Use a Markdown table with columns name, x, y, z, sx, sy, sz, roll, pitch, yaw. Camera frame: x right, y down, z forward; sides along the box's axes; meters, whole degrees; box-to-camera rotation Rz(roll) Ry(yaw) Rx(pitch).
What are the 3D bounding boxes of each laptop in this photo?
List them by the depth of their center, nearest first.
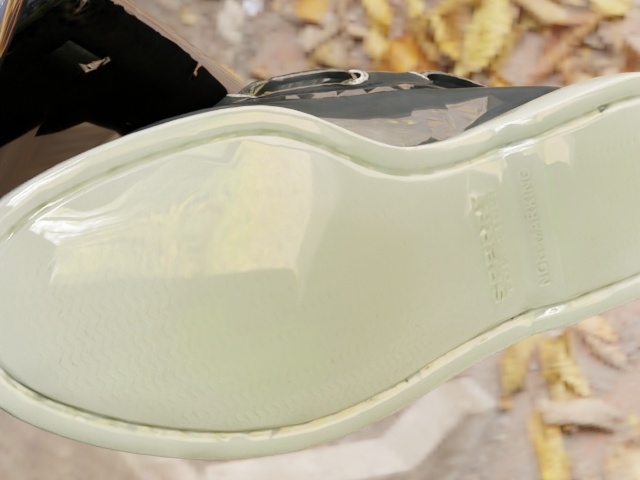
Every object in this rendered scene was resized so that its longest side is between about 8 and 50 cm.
| name | x | y | z | sx | sy | sz | roll | pitch | yaw |
| --- | --- | --- | --- | --- | --- | --- | --- | --- | --- |
| laptop | -0.255 | -0.040 | 0.787 | 0.408 | 0.382 | 0.236 | -33 | 79 | 7 |

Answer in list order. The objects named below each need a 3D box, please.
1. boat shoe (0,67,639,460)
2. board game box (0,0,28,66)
| name | x | y | z | sx | sy | sz | roll | pitch | yaw |
| --- | --- | --- | --- | --- | --- | --- | --- | --- | --- |
| boat shoe | 0.000 | -0.004 | 0.735 | 0.113 | 0.340 | 0.127 | 7 | 112 | 56 |
| board game box | -0.186 | -0.039 | 0.327 | 0.042 | 0.243 | 0.165 | 121 | 169 | -69 |
